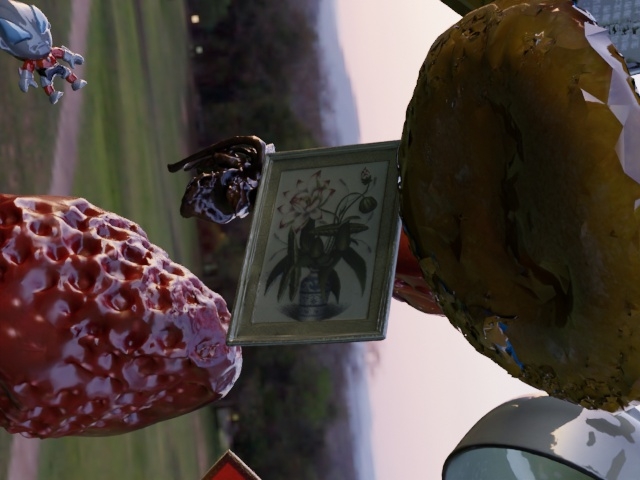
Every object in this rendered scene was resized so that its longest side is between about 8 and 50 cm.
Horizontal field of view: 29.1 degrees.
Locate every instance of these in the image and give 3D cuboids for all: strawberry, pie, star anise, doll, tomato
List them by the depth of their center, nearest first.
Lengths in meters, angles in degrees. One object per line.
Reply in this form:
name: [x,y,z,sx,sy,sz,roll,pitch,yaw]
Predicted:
pie: [0.130,-0.018,0.759,0.273,0.069,0.273,39,-45,53]
doll: [-0.239,-0.164,1.005,0.114,0.057,0.039,53,-8,1]
strawberry: [-0.249,0.086,1.386,0.295,0.345,0.317,-68,151,-47]
tomato: [0.167,0.017,1.492,0.233,0.200,0.139,62,43,-77]
star anise: [-0.097,-0.084,1.796,0.190,0.220,0.125,-117,-151,-46]

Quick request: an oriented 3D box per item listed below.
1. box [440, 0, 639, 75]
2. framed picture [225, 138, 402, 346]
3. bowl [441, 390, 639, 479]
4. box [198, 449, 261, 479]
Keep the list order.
box: [0.182,-0.400,1.094,0.373,0.138,0.420,-129,-149,-52]
framed picture: [0.000,0.000,1.239,0.010,0.173,0.231,53,39,-51]
bowl: [0.364,0.330,1.735,0.185,0.354,0.354,-56,155,-33]
box: [-0.062,0.367,1.590,0.153,0.074,0.240,36,-12,22]
